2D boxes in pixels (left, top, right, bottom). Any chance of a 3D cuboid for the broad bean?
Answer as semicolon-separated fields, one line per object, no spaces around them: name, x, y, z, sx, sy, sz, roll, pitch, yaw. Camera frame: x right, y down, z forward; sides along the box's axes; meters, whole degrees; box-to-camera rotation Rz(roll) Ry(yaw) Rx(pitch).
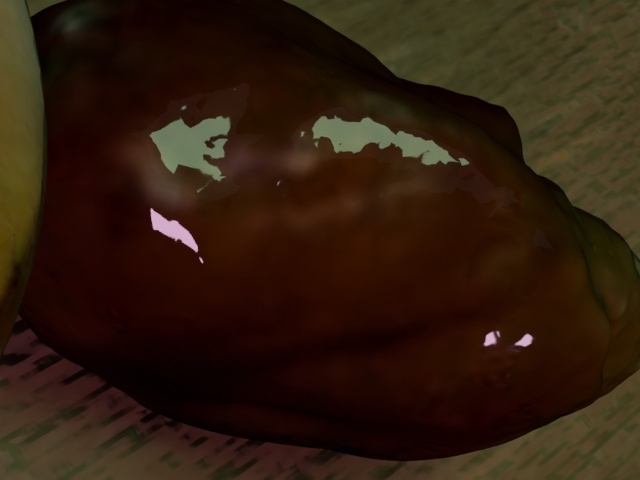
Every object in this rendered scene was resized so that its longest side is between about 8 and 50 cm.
broad bean;0.001;-0.003;0.538;0.228;0.156;0.122;16;60;-26

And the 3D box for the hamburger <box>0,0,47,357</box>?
hamburger;-0.201;-0.021;0.368;0.302;0.170;0.302;17;61;-34
